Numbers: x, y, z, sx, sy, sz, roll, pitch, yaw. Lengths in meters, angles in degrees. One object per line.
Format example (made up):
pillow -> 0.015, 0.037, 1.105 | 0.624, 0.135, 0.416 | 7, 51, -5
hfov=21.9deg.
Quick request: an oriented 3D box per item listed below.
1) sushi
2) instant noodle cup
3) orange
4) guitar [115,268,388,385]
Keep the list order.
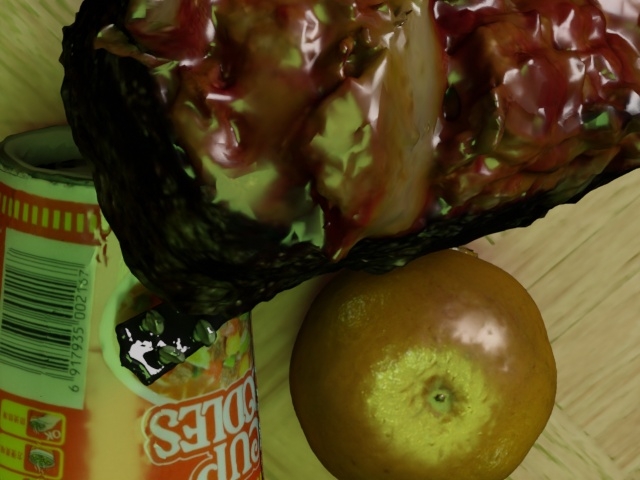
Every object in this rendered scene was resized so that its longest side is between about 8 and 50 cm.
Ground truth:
sushi -> 0.028, -0.088, 0.776 | 0.343, 0.196, 0.182 | -14, 164, -36
instant noodle cup -> -0.113, 0.052, 0.893 | 0.193, 0.193, 0.212 | 0, 107, -10
orange -> 0.059, 0.077, 0.957 | 0.155, 0.134, 0.154 | 0, 93, -4
guitar -> 0.001, 0.000, 0.854 | 0.038, 0.271, 0.084 | -32, 89, 49
